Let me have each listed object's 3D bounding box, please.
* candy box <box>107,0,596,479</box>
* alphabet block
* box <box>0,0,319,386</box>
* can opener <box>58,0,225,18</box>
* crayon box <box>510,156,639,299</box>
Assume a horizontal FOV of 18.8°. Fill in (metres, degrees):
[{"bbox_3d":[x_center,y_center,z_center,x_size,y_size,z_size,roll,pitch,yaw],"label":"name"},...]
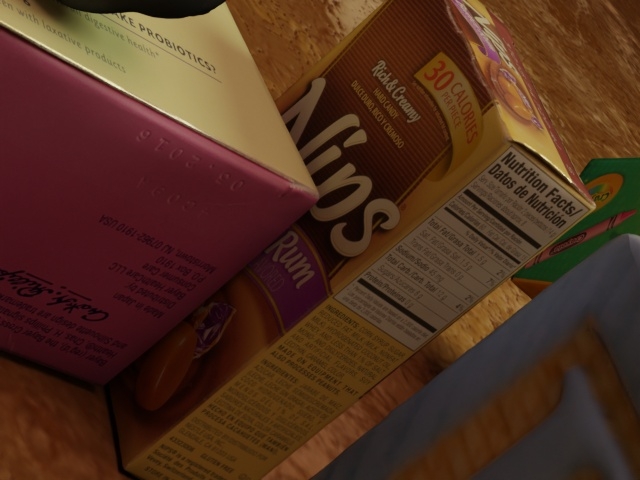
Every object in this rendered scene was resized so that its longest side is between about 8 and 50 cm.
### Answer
[{"bbox_3d":[0.000,0.000,0.698,0.053,0.186,0.109,36,23,-37],"label":"candy box"},{"bbox_3d":[0.126,0.152,0.695,0.197,0.192,0.193,35,26,-34],"label":"alphabet block"},{"bbox_3d":[-0.144,-0.099,0.674,0.213,0.117,0.243,27,30,-48],"label":"box"},{"bbox_3d":[-0.094,-0.138,0.595,0.186,0.073,0.059,43,27,8],"label":"can opener"},{"bbox_3d":[0.220,0.041,0.868,0.165,0.081,0.278,39,-10,-16],"label":"crayon box"}]
